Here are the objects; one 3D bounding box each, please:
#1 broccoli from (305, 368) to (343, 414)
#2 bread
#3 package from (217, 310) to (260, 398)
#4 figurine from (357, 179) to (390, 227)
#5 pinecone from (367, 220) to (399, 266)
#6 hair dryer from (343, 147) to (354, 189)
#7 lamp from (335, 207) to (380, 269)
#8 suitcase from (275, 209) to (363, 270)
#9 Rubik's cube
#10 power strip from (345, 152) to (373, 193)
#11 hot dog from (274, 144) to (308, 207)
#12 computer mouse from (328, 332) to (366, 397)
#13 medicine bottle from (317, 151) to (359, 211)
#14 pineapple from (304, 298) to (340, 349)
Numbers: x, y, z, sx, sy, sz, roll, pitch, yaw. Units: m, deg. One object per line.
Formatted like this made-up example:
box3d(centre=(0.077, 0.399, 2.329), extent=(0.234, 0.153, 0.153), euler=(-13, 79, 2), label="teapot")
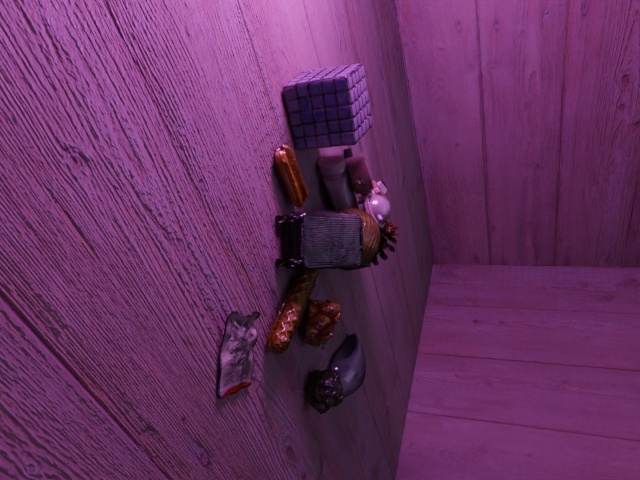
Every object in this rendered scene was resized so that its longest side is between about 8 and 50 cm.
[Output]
box3d(centre=(0.013, 0.557, 1.827), extent=(0.138, 0.146, 0.162), euler=(114, -26, -54), label="broccoli")
box3d(centre=(-0.089, 0.219, 1.628), extent=(0.077, 0.084, 0.367), euler=(50, 39, -25), label="bread")
box3d(centre=(-0.226, 0.302, 1.353), extent=(0.166, 0.040, 0.231), euler=(3, 95, -65), label="package")
box3d(centre=(0.215, -0.142, 2.031), extent=(0.162, 0.141, 0.236), euler=(50, 25, -36), label="figurine")
box3d(centre=(0.212, -0.001, 2.179), extent=(0.264, 0.264, 0.264), euler=(0, 90, -68), label="pinecone")
box3d(centre=(0.155, -0.324, 2.291), extent=(0.219, 0.075, 0.195), euler=(-30, 108, -77), label="hair dryer")
box3d(centre=(0.093, -0.016, 1.885), extent=(0.284, 0.250, 0.250), euler=(32, 56, -32), label="lamp")
box3d(centre=(0.000, 0.000, 1.656), extent=(0.312, 0.128, 0.202), euler=(-1, 90, -37), label="suitcase")
box3d(centre=(0.031, -0.471, 1.727), extent=(0.238, 0.237, 0.236), euler=(-57, 140, -55), label="Rubik's cube")
box3d(centre=(0.156, -0.264, 1.963), extent=(0.154, 0.078, 0.154), euler=(-17, 90, -87), label="power strip")
box3d(centre=(-0.098, -0.204, 1.635), extent=(0.092, 0.062, 0.235), euler=(-64, 144, -48), label="hot dog")
box3d(centre=(0.137, 0.547, 2.146), extent=(0.371, 0.122, 0.188), euler=(-46, 132, -64), label="computer mouse")
box3d(centre=(0.077, -0.210, 2.004), extent=(0.161, 0.111, 0.296), euler=(-90, 166, -45), label="medicine bottle")
box3d(centre=(-0.008, 0.278, 1.763), extent=(0.186, 0.115, 0.236), euler=(-87, -167, -47), label="pineapple")
